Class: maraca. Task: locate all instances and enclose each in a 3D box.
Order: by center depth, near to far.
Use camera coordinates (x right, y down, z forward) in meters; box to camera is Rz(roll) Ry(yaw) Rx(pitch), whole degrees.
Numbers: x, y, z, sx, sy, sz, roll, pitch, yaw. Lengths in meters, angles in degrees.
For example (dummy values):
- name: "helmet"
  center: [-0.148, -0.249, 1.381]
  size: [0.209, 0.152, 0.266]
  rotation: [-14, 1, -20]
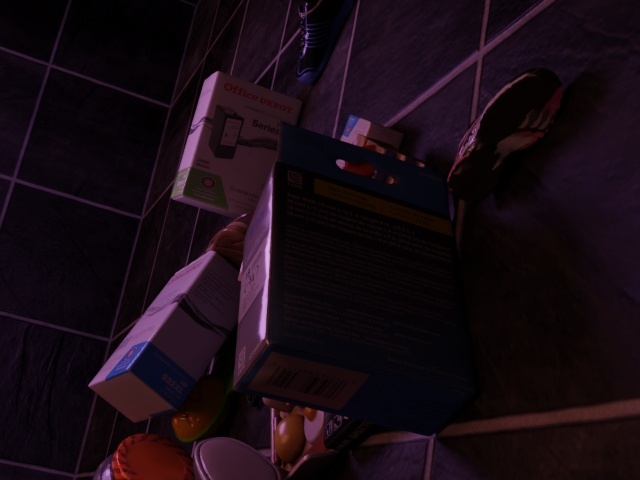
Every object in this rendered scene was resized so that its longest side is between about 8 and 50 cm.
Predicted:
- name: "maraca"
  center: [-0.218, 0.307, 1.747]
  size: [0.185, 0.099, 0.127]
  rotation: [-52, 39, -2]

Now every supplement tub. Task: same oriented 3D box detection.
- name: "supplement tub"
  center: [-0.379, 0.562, 1.797]
  size: [0.338, 0.207, 0.207]
  rotation: [-64, 21, 23]

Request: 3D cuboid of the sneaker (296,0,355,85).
- name: "sneaker"
  center: [-0.012, -0.428, 1.822]
  size: [0.232, 0.091, 0.081]
  rotation: [-63, 21, 25]

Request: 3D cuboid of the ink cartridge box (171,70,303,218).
- name: "ink cartridge box"
  center: [-0.175, -0.191, 1.899]
  size: [0.115, 0.198, 0.272]
  rotation: [176, 110, -69]

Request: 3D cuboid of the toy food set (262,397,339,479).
- name: "toy food set"
  center: [-0.059, 0.255, 1.354]
  size: [0.306, 0.092, 0.219]
  rotation: [-95, 29, -46]

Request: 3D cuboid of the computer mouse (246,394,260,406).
- name: "computer mouse"
  center: [-0.080, 0.186, 1.571]
  size: [0.071, 0.041, 0.242]
  rotation: [49, 127, 49]

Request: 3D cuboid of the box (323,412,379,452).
- name: "box"
  center: [0.060, 0.154, 1.186]
  size: [0.184, 0.045, 0.190]
  rotation: [125, 154, -47]

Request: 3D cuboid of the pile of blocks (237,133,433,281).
- name: "pile of blocks"
  center: [0.000, 0.000, 1.275]
  size: [0.362, 0.113, 0.149]
  rotation: [-49, 51, 28]

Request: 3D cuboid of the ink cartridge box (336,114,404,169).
- name: "ink cartridge box"
  center: [0.055, -0.094, 1.391]
  size: [0.181, 0.062, 0.104]
  rotation: [-69, 19, 8]

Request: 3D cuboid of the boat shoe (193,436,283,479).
- name: "boat shoe"
  center: [-0.070, 0.368, 1.147]
  size: [0.335, 0.112, 0.095]
  rotation: [29, 116, 48]

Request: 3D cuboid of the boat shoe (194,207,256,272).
- name: "boat shoe"
  center: [-0.181, 0.029, 1.890]
  size: [0.123, 0.123, 0.342]
  rotation: [-53, 1, -33]

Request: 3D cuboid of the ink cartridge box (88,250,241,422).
- name: "ink cartridge box"
  center: [-0.290, 0.193, 1.797]
  size: [0.223, 0.129, 0.307]
  rotation: [-28, 24, 54]

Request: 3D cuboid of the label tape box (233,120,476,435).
- name: "label tape box"
  center: [0.037, 0.039, 1.057]
  size: [0.106, 0.241, 0.333]
  rotation: [123, 156, -43]

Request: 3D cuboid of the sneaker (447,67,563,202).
- name: "sneaker"
  center: [0.199, -0.131, 1.022]
  size: [0.178, 0.072, 0.077]
  rotation: [-50, 18, 36]

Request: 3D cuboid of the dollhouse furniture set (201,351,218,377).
- name: "dollhouse furniture set"
  center: [-0.330, 0.252, 1.997]
  size: [0.182, 0.161, 0.101]
  rotation: [160, 125, -67]
